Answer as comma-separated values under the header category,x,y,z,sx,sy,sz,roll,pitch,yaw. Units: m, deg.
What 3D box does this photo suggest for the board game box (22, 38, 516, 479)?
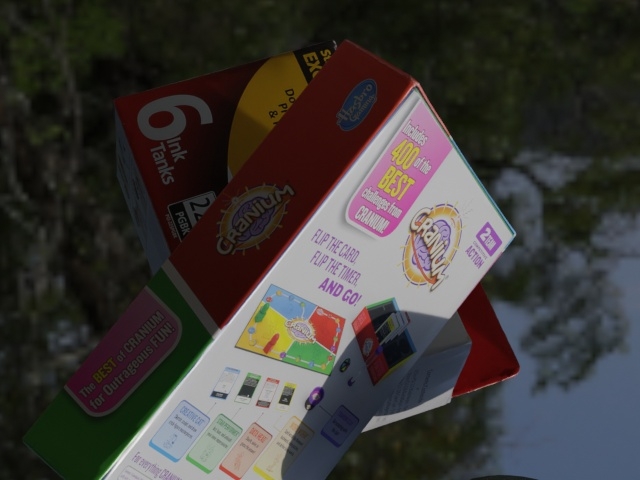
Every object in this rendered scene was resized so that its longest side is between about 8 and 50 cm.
category,x,y,z,sx,sy,sz,roll,pitch,yaw
board game box,-0.019,0.058,1.172,0.064,0.316,0.242,35,173,30

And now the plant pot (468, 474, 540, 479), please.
category,x,y,z,sx,sy,sz,roll,pitch,yaw
plant pot,0.125,0.384,1.522,0.341,0.341,0.334,3,-157,27

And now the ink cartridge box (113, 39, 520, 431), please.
category,x,y,z,sx,sy,sz,roll,pitch,yaw
ink cartridge box,0.000,0.000,1.511,0.272,0.309,0.130,-17,155,-14
